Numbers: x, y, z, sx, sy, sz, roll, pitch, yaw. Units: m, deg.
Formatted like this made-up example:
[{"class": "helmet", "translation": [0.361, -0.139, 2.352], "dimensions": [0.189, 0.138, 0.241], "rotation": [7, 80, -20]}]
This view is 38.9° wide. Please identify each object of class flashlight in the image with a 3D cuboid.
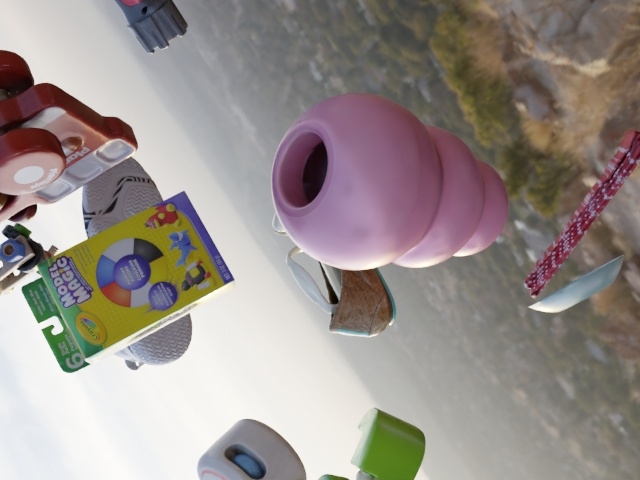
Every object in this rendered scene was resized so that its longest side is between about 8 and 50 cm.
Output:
[{"class": "flashlight", "translation": [-0.318, -0.438, 1.406], "dimensions": [0.304, 0.103, 0.103], "rotation": [54, -170, -27]}]

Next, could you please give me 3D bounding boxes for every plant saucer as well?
[{"class": "plant saucer", "translation": [0.473, 0.089, 1.650], "dimensions": [0.037, 0.195, 0.195], "rotation": [62, 176, 8]}]

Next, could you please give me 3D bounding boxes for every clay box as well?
[{"class": "clay box", "translation": [-0.227, 0.050, 1.058], "dimensions": [0.127, 0.222, 0.053], "rotation": [59, 166, 10]}]

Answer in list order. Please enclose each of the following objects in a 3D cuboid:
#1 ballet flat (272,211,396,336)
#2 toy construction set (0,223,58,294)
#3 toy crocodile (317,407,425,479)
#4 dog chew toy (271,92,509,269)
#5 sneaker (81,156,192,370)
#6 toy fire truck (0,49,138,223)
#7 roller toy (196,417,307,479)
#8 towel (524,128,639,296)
[{"class": "ballet flat", "translation": [0.000, 0.000, 1.377], "dimensions": [0.116, 0.124, 0.342], "rotation": [110, 144, -55]}, {"class": "toy construction set", "translation": [-0.624, 0.052, 1.543], "dimensions": [0.257, 0.237, 0.309], "rotation": [35, 174, -12]}, {"class": "toy crocodile", "translation": [0.031, 0.333, 0.872], "dimensions": [0.115, 0.341, 0.105], "rotation": [14, 171, -18]}, {"class": "dog chew toy", "translation": [0.104, -0.058, 1.109], "dimensions": [0.331, 0.207, 0.206], "rotation": [9, -152, -39]}, {"class": "sneaker", "translation": [-0.335, 0.047, 1.527], "dimensions": [0.210, 0.137, 0.366], "rotation": [-32, 73, 57]}, {"class": "toy fire truck", "translation": [-0.427, -0.098, 1.241], "dimensions": [0.169, 0.302, 0.254], "rotation": [62, -169, 22]}, {"class": "roller toy", "translation": [-0.139, 0.455, 1.748], "dimensions": [0.209, 0.146, 0.191], "rotation": [-9, 116, 52]}, {"class": "towel", "translation": [0.394, -0.047, 1.348], "dimensions": [0.031, 0.275, 0.199], "rotation": [36, -163, 9]}]
